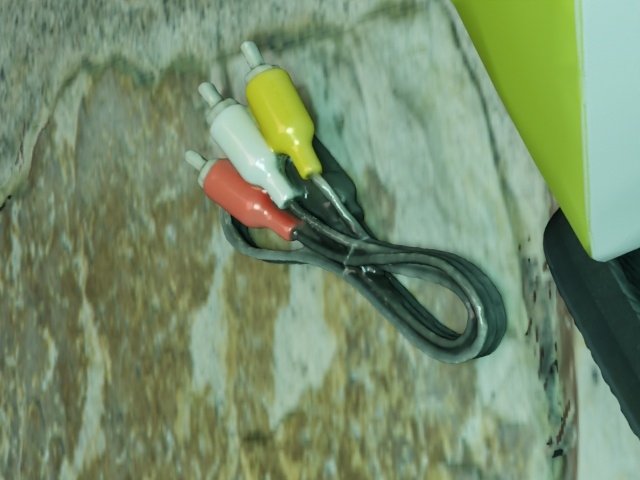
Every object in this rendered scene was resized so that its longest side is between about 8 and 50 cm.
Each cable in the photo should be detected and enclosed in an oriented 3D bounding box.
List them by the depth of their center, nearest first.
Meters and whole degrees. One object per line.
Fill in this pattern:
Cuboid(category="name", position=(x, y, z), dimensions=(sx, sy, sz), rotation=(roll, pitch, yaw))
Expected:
Cuboid(category="cable", position=(0.000, 0.000, 1.094), dimensions=(0.287, 0.072, 0.139), rotation=(51, 126, 35))

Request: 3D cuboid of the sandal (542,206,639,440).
Cuboid(category="sandal", position=(0.246, 0.116, 0.754), dimensions=(0.107, 0.168, 0.445), rotation=(-53, 49, 32))

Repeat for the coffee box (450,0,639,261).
Cuboid(category="coffee box", position=(0.182, -0.251, 0.658), dimensions=(0.334, 0.337, 0.338), rotation=(-23, 64, -1))
